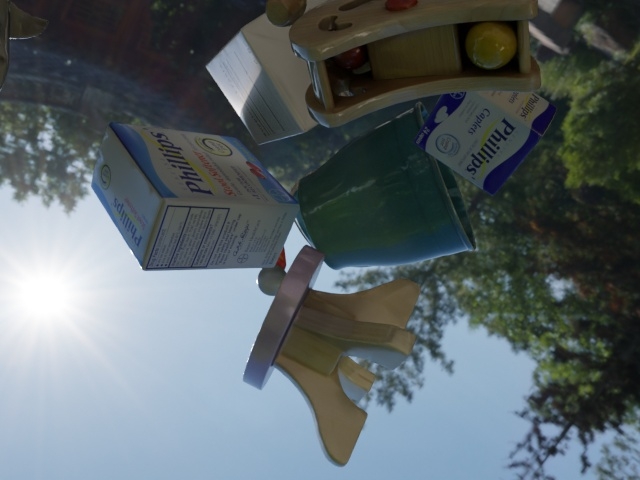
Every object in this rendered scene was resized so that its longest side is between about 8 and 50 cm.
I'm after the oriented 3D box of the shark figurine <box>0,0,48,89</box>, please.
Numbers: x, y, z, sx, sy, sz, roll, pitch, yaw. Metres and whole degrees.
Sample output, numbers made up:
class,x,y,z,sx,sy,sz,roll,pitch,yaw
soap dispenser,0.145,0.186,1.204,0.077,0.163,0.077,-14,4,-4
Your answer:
class,x,y,z,sx,sy,sz,roll,pitch,yaw
shark figurine,-0.314,-0.267,0.697,0.166,0.279,0.116,4,173,38

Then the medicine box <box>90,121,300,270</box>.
class,x,y,z,sx,sy,sz,roll,pitch,yaw
medicine box,-0.234,-0.081,1.288,0.289,0.149,0.263,1,-145,-42

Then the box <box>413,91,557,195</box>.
class,x,y,z,sx,sy,sz,roll,pitch,yaw
box,0.217,-0.153,0.928,0.137,0.126,0.072,34,-130,4

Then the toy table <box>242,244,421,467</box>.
class,x,y,z,sx,sy,sz,roll,pitch,yaw
toy table,0.010,0.131,0.867,0.160,0.252,0.274,26,166,2

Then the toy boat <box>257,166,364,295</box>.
class,x,y,z,sx,sy,sz,roll,pitch,yaw
toy boat,0.000,0.000,1.454,0.267,0.318,0.148,46,-155,-30

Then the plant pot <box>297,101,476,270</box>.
class,x,y,z,sx,sy,sz,roll,pitch,yaw
plant pot,0.108,-0.071,1.230,0.271,0.255,0.272,-20,-90,-74

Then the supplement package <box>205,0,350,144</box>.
class,x,y,z,sx,sy,sz,roll,pitch,yaw
supplement package,-0.047,-0.282,1.135,0.175,0.177,0.293,57,167,-14

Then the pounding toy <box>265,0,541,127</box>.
class,x,y,z,sx,sy,sz,roll,pitch,yaw
pounding toy,0.053,-0.202,0.606,0.269,0.155,0.154,4,-139,25
